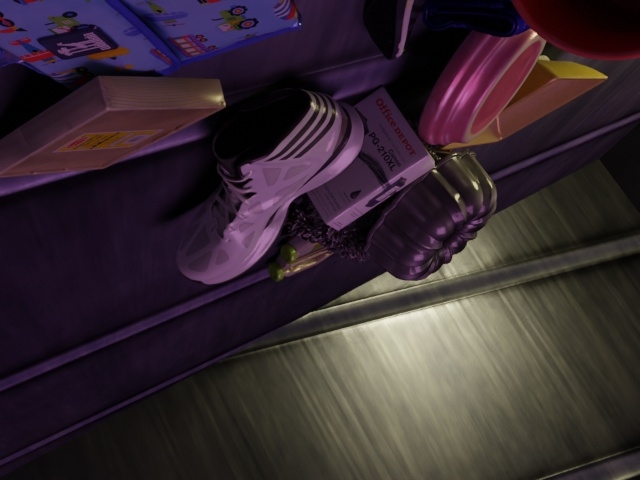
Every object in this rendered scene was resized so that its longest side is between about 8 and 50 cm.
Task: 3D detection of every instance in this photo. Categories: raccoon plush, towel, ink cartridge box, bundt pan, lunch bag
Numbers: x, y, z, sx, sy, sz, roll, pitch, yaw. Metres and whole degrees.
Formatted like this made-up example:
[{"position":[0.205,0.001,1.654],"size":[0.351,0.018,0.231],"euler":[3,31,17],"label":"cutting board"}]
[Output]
[{"position":[0.070,-0.101,1.517],"size":[0.446,0.216,0.299],"euler":[-19,154,-39],"label":"raccoon plush"},{"position":[0.337,-0.404,1.078],"size":[0.308,0.076,0.228],"euler":[-26,-150,-19],"label":"towel"},{"position":[0.078,-0.158,1.353],"size":[0.237,0.172,0.100],"euler":[-34,165,9],"label":"ink cartridge box"},{"position":[0.255,-0.036,1.501],"size":[0.331,0.124,0.331],"euler":[-36,159,-17],"label":"bundt pan"},{"position":[-0.196,-0.243,0.653],"size":[0.293,0.138,0.221],"euler":[-21,170,12],"label":"lunch bag"}]

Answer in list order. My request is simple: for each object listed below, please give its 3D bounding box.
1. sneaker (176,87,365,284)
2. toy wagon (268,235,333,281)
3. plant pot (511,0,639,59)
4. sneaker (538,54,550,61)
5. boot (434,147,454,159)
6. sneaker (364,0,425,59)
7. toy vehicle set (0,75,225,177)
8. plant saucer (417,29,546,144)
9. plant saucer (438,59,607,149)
[{"position":[-0.151,-0.101,1.189],"size":[0.447,0.169,0.257],"euler":[-44,154,18],"label":"sneaker"},{"position":[0.000,0.000,1.964],"size":[0.267,0.068,0.344],"euler":[-23,163,-31],"label":"toy wagon"},{"position":[0.387,-0.365,0.833],"size":[0.275,0.275,0.243],"euler":[-42,173,38],"label":"plant pot"},{"position":[0.515,-0.420,1.661],"size":[0.083,0.032,0.037],"euler":[-18,176,-30],"label":"sneaker"},{"position":[0.306,-0.186,1.753],"size":[0.262,0.095,0.203],"euler":[-5,-170,46],"label":"boot"},{"position":[0.130,-0.347,0.990],"size":[0.097,0.084,0.234],"euler":[-29,166,-12],"label":"sneaker"},{"position":[-0.263,-0.132,0.831],"size":[0.267,0.035,0.166],"euler":[-16,179,39],"label":"toy vehicle set"},{"position":[0.319,-0.309,1.316],"size":[0.332,0.084,0.332],"euler":[-45,164,-17],"label":"plant saucer"},{"position":[0.476,-0.339,1.674],"size":[0.333,0.081,0.333],"euler":[-29,171,41],"label":"plant saucer"}]
